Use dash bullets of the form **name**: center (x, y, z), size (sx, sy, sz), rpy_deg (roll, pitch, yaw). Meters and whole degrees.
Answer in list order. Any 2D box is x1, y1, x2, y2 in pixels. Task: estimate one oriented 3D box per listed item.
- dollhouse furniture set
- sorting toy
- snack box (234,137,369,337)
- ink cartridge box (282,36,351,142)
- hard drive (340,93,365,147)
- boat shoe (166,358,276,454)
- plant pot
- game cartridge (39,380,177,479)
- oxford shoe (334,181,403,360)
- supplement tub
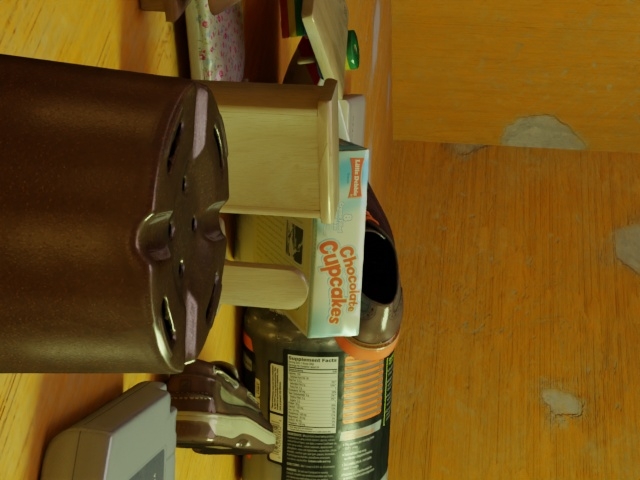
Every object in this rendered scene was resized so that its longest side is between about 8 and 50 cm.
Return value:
- **dollhouse furniture set**: center (-0.048, -0.148, 0.949), size (0.355, 0.173, 0.303), rpy_deg (-74, 166, -56)
- **sorting toy**: center (-0.011, -0.244, 1.031), size (0.274, 0.046, 0.132), rpy_deg (65, 25, -56)
- **snack box**: center (-0.032, -0.030, 1.072), size (0.322, 0.060, 0.187), rpy_deg (-144, -126, -68)
- **ink cartridge box**: center (-0.026, -0.195, 1.304), size (0.308, 0.091, 0.385), rpy_deg (-104, 176, -69)
- **hard drive**: center (0.058, -0.206, 2.185), size (0.353, 0.047, 0.233), rpy_deg (-49, 142, -76)
- **boat shoe**: center (-0.101, 0.175, 1.035), size (0.257, 0.095, 0.095), rpy_deg (67, 22, -73)
- **plant pot**: center (-0.132, -0.012, 0.423), size (0.167, 0.165, 0.167), rpy_deg (3, 90, -82)
- **game cartridge**: center (-0.165, 0.271, 0.751), size (0.196, 0.060, 0.294), rpy_deg (-37, 130, -85)
- **oxford shoe**: center (0.047, -0.006, 1.079), size (0.098, 0.097, 0.271), rpy_deg (104, -22, -49)
- **supplement tub**: center (-0.004, 0.192, 1.327), size (0.207, 0.207, 0.338), rpy_deg (-61, 154, -73)
